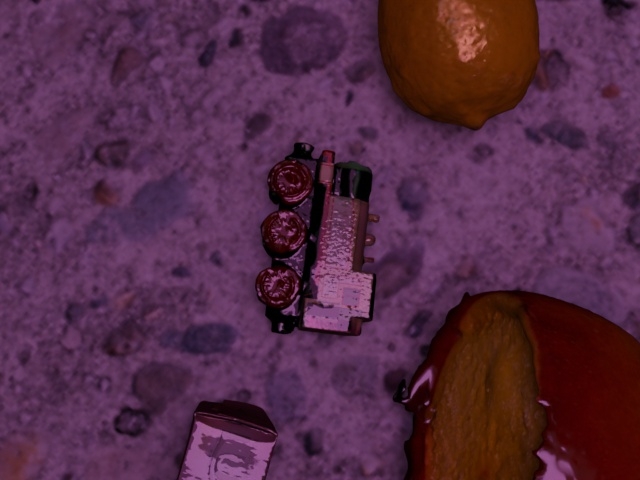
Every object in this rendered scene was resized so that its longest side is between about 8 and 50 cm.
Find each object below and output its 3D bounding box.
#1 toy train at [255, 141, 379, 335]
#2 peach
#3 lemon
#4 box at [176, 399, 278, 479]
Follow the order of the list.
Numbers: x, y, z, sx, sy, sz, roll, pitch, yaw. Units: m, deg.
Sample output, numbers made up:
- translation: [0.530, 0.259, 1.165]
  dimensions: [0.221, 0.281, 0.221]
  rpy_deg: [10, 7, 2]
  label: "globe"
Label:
- translation: [0.000, 0.000, 0.788]
  dimensions: [0.086, 0.050, 0.138]
  rpy_deg: [7, 82, -2]
  label: "toy train"
- translation: [0.134, 0.141, 0.695]
  dimensions: [0.196, 0.190, 0.226]
  rpy_deg: [-30, 89, 6]
  label: "peach"
- translation: [0.095, -0.151, 0.773]
  dimensions: [0.114, 0.114, 0.155]
  rpy_deg: [-6, 81, 1]
  label: "lemon"
- translation: [-0.075, 0.185, 0.734]
  dimensions: [0.060, 0.111, 0.156]
  rpy_deg: [17, 84, -4]
  label: "box"
